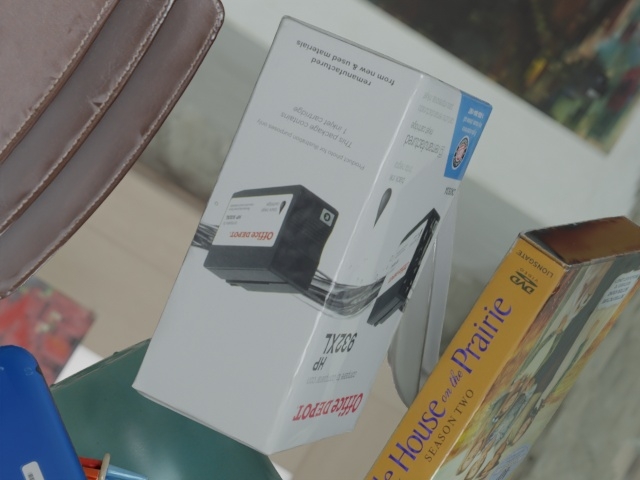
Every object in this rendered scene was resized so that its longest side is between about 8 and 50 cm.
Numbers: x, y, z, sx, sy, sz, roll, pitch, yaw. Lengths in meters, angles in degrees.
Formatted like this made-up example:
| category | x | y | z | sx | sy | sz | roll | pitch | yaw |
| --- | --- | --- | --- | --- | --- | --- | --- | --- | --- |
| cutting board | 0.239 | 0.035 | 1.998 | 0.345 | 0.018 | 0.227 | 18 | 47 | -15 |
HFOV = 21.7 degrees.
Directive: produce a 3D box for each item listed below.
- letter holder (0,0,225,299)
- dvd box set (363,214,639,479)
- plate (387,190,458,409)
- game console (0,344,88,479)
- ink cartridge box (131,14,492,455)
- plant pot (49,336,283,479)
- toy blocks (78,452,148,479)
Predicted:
| category | x | y | z | sx | sy | sz | roll | pitch | yaw |
| --- | --- | --- | --- | --- | --- | --- | --- | --- | --- |
| letter holder | -0.224 | -0.113 | 1.229 | 0.302 | 0.214 | 0.152 | -52 | -170 | 1 |
| dvd box set | 0.164 | 0.168 | 1.649 | 0.420 | 0.062 | 0.307 | -59 | 158 | 18 |
| plate | 0.111 | 0.029 | 1.791 | 0.277 | 0.045 | 0.278 | -19 | 116 | -81 |
| game console | -0.270 | 0.269 | 1.242 | 0.250 | 0.293 | 0.173 | -24 | 149 | -9 |
| ink cartridge box | 0.000 | 0.000 | 1.325 | 0.307 | 0.129 | 0.223 | -67 | 163 | 6 |
| plant pot | -0.223 | 0.256 | 2.014 | 0.293 | 0.235 | 0.293 | -25 | -178 | 1 |
| toy blocks | -0.247 | 0.235 | 1.666 | 0.123 | 0.148 | 0.054 | 158 | -55 | -84 |
